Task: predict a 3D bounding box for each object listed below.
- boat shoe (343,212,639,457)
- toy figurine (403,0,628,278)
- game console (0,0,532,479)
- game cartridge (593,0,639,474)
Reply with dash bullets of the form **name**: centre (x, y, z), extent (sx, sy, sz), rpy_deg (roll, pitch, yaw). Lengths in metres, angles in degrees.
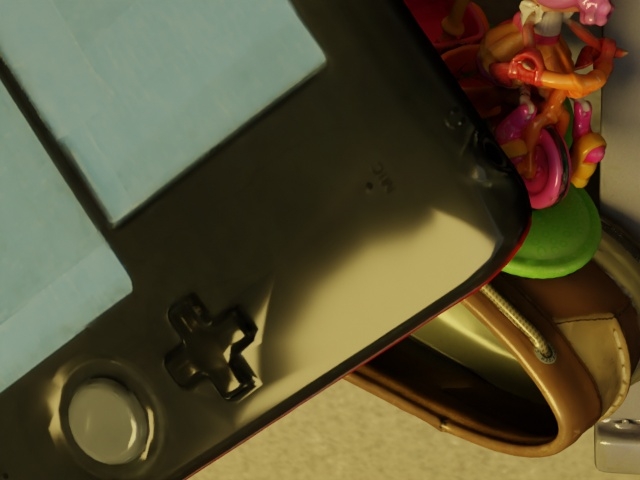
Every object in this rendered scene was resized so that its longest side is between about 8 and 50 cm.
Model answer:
- **boat shoe**: centre (0.000, 0.000, 0.827), extent (0.324, 0.120, 0.122), rpy_deg (23, 129, 15)
- **toy figurine**: centre (0.079, -0.098, 0.727), extent (0.130, 0.173, 0.159), rpy_deg (-13, 144, -27)
- **game console**: centre (-0.136, -0.074, 0.779), extent (0.342, 0.060, 0.386), rpy_deg (-36, 86, 32)
- **game cartridge**: centre (0.244, -0.031, 0.818), extent (0.230, 0.068, 0.355), rpy_deg (1, 125, 8)
